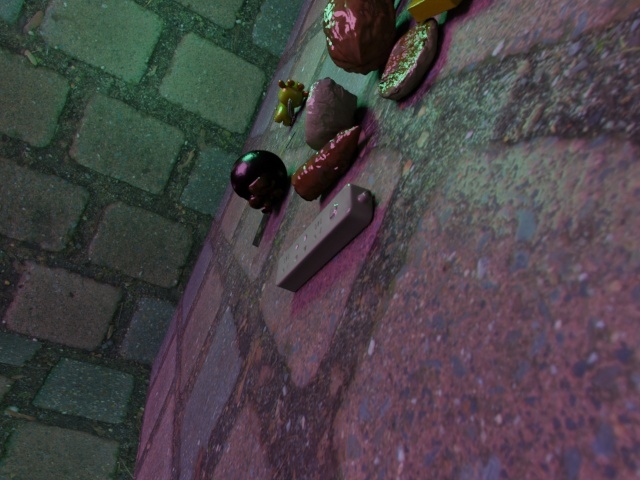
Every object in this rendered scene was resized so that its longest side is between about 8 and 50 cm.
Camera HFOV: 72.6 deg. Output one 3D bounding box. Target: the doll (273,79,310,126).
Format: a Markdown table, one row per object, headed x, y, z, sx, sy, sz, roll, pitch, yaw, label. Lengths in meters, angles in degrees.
| x | y | z | sx | sy | sz | roll | pitch | yaw | label |
| --- | --- | --- | --- | --- | --- | --- | --- | --- | --- |
| -0.134 | -0.609 | 1.883 | 0.221 | 0.142 | 0.136 | 132 | 155 | -59 | doll |

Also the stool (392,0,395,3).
| x | y | z | sx | sy | sz | roll | pitch | yaw | label |
| --- | --- | --- | --- | --- | --- | --- | --- | --- | --- |
| 0.136 | -0.758 | 1.076 | 0.226 | 0.310 | 0.310 | -68 | 18 | 2 | stool |

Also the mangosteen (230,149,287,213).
| x | y | z | sx | sy | sz | roll | pitch | yaw | label |
| --- | --- | --- | --- | --- | --- | --- | --- | --- | --- |
| -0.215 | -0.207 | 1.599 | 0.211 | 0.211 | 0.250 | -44 | 61 | 49 | mangosteen |

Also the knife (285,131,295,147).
| x | y | z | sx | sy | sz | roll | pitch | yaw | label |
| --- | --- | --- | --- | --- | --- | --- | --- | --- | --- |
| -0.130 | -0.430 | 1.861 | 0.091 | 0.005 | 0.014 | -53 | 26 | 37 | knife |

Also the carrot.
| x | y | z | sx | sy | sz | roll | pitch | yaw | label |
| --- | --- | --- | --- | --- | --- | --- | --- | --- | --- |
| 0.022 | -0.204 | 1.102 | 0.263 | 0.101 | 0.102 | -43 | 31 | 44 | carrot |

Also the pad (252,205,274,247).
| x | y | z | sx | sy | sz | roll | pitch | yaw | label |
| --- | --- | --- | --- | --- | --- | --- | --- | --- | --- |
| -0.226 | -0.067 | 1.728 | 0.190 | 0.004 | 0.127 | -68 | 20 | -3 | pad |

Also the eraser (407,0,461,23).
| x | y | z | sx | sy | sz | roll | pitch | yaw | label |
| --- | --- | --- | --- | --- | --- | --- | --- | --- | --- |
| 0.242 | -0.491 | 0.856 | 0.097 | 0.045 | 0.122 | -54 | 24 | -6 | eraser |

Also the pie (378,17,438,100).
| x | y | z | sx | sy | sz | roll | pitch | yaw | label |
| --- | --- | --- | --- | --- | --- | --- | --- | --- | --- |
| 0.189 | -0.386 | 0.933 | 0.187 | 0.041 | 0.187 | -51 | 25 | 36 | pie |

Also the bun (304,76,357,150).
| x | y | z | sx | sy | sz | roll | pitch | yaw | label |
| --- | --- | --- | --- | --- | --- | --- | --- | --- | --- |
| 0.034 | -0.343 | 1.166 | 0.204 | 0.126 | 0.213 | 95 | -173 | -53 | bun |

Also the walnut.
| x | y | z | sx | sy | sz | roll | pitch | yaw | label |
| --- | --- | --- | --- | --- | --- | --- | --- | --- | --- |
| 0.099 | -0.534 | 1.103 | 0.198 | 0.198 | 0.245 | -42 | 50 | 50 | walnut |

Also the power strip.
| x | y | z | sx | sy | sz | roll | pitch | yaw | label |
| --- | --- | --- | --- | --- | --- | --- | --- | --- | --- |
| 0.000 | 0.000 | 0.985 | 0.385 | 0.062 | 0.091 | -46 | 32 | 47 | power strip |
